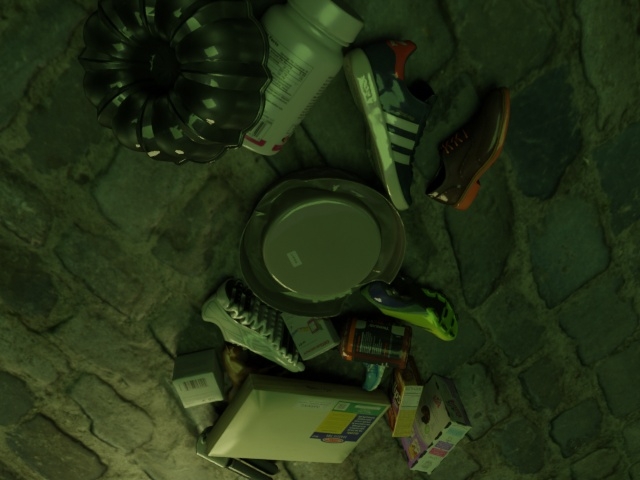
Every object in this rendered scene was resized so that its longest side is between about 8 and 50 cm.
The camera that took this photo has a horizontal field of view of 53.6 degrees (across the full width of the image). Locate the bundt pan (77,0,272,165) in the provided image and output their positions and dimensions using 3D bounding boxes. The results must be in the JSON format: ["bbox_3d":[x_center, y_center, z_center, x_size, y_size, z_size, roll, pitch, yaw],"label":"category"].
[{"bbox_3d":[-0.252,-0.278,1.023,0.330,0.124,0.331,5,105,19],"label":"bundt pan"}]

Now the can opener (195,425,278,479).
[{"bbox_3d":[-0.219,0.589,1.706,0.093,0.074,0.280,-11,137,45],"label":"can opener"}]

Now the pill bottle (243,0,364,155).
[{"bbox_3d":[-0.061,-0.303,1.103,0.160,0.160,0.283,30,115,-24],"label":"pill bottle"}]

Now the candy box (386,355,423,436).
[{"bbox_3d":[0.212,0.402,1.633,0.053,0.109,0.187,3,122,-10],"label":"candy box"}]

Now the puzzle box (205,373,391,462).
[{"bbox_3d":[-0.053,0.464,1.618,0.408,0.052,0.272,15,123,-30],"label":"puzzle box"}]

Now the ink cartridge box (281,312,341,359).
[{"bbox_3d":[-0.022,0.202,1.461,0.088,0.052,0.122,-31,78,15],"label":"ink cartridge box"}]

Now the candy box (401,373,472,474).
[{"bbox_3d":[0.292,0.480,1.661,0.070,0.165,0.196,21,118,-20],"label":"candy box"}]

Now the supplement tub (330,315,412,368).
[{"bbox_3d":[0.113,0.238,1.500,0.197,0.106,0.106,9,123,7],"label":"supplement tub"}]

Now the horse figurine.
[{"bbox_3d":[-0.169,0.371,1.588,0.174,0.066,0.263,2,120,-18],"label":"horse figurine"}]

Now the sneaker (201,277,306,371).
[{"bbox_3d":[-0.149,0.211,1.471,0.118,0.110,0.292,-36,113,24],"label":"sneaker"}]

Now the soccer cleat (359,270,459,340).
[{"bbox_3d":[0.215,0.156,1.502,0.289,0.093,0.121,34,144,-30],"label":"soccer cleat"}]

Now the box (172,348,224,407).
[{"bbox_3d":[-0.292,0.332,1.531,0.101,0.087,0.102,-12,125,1],"label":"box"}]

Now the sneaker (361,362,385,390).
[{"bbox_3d":[0.127,0.305,1.597,0.073,0.063,0.162,14,114,-1],"label":"sneaker"}]

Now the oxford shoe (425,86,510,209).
[{"bbox_3d":[0.295,-0.184,1.271,0.098,0.097,0.271,13,121,-9],"label":"oxford shoe"}]

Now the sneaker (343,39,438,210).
[{"bbox_3d":[0.160,-0.215,1.213,0.148,0.131,0.350,-21,128,-2],"label":"sneaker"}]

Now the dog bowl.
[{"bbox_3d":[0.000,0.000,1.345,0.348,0.102,0.349,-3,123,-5],"label":"dog bowl"}]
